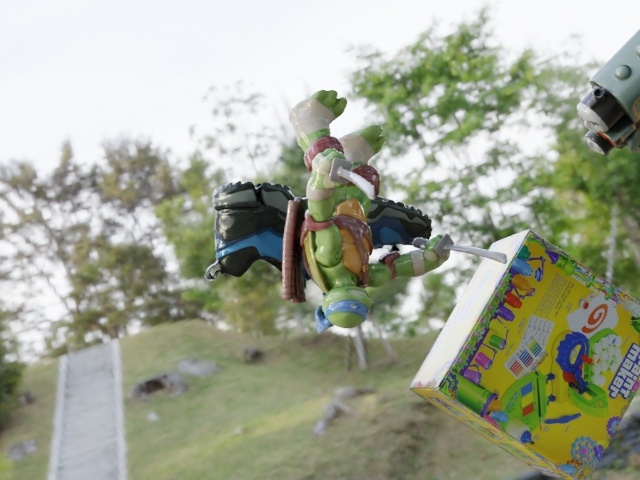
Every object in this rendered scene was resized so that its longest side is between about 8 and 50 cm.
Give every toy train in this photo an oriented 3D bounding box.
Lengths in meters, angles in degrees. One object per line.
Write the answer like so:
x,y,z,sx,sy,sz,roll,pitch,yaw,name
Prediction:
0.580,-0.297,1.821,0.334,0.142,0.190,-45,-33,5,toy train

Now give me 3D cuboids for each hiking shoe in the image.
0.000,0.000,1.394,0.304,0.132,0.113,5,-2,-15,hiking shoe

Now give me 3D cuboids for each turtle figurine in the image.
0.067,-0.050,1.164,0.198,0.266,0.274,6,-39,-21,turtle figurine

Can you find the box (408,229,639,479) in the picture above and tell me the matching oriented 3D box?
0.345,0.186,1.670,0.290,0.279,0.177,-57,4,-12,box
